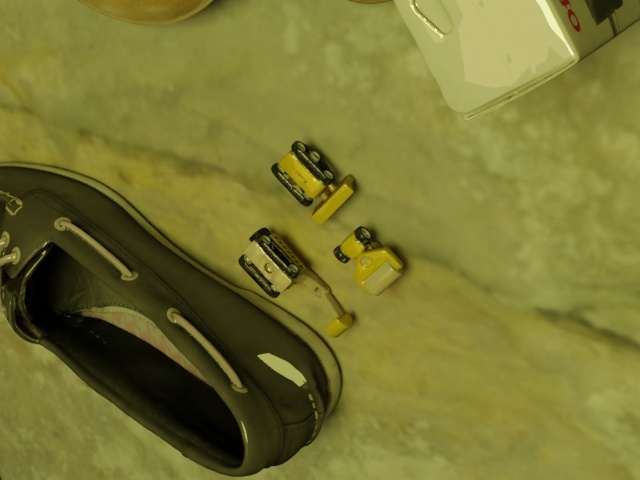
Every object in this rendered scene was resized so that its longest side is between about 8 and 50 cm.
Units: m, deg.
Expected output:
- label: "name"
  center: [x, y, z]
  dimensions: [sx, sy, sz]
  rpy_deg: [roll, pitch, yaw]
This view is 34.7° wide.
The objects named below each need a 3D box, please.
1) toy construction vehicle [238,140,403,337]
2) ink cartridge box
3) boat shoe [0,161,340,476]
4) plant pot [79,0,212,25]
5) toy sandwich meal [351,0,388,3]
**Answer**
- label: "toy construction vehicle"
  center: [0.000, 0.000, 0.611]
  dimensions: [0.098, 0.035, 0.086]
  rpy_deg: [45, 117, 5]
- label: "ink cartridge box"
  center: [0.085, -0.119, 0.432]
  dimensions: [0.056, 0.135, 0.099]
  rpy_deg: [-25, 97, 37]
- label: "boat shoe"
  center: [-0.145, 0.043, 0.679]
  dimensions: [0.335, 0.095, 0.112]
  rpy_deg: [27, 123, 20]
- label: "plant pot"
  center: [-0.118, -0.233, 0.551]
  dimensions: [0.236, 0.032, 0.236]
  rpy_deg: [25, 135, 27]
- label: "toy sandwich meal"
  center: [0.023, -0.162, 0.522]
  dimensions: [0.085, 0.029, 0.085]
  rpy_deg: [7, 113, 18]
